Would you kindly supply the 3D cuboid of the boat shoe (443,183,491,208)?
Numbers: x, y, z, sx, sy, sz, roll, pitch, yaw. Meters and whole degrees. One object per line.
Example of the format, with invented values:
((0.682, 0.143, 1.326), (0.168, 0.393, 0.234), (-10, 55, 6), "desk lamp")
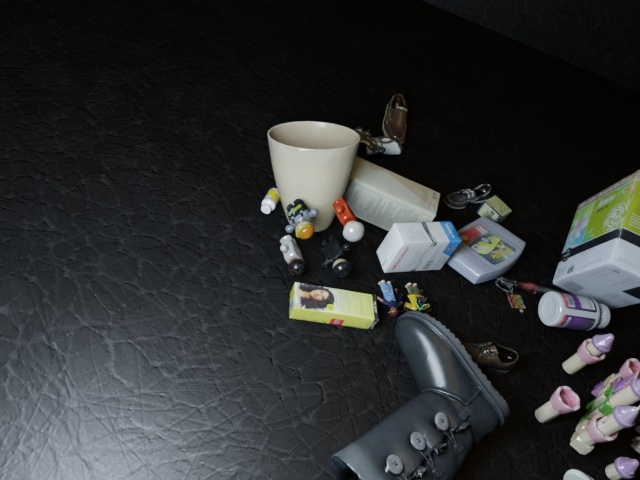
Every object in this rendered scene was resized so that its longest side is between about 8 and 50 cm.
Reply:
((0.528, -0.166, 1.906), (0.206, 0.065, 0.075), (-12, 56, -30), "boat shoe")

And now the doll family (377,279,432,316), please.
((0.237, 0.174, 1.490), (0.193, 0.076, 0.111), (4, 51, -17), "doll family")

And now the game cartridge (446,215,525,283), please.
((0.532, 0.028, 1.729), (0.294, 0.060, 0.196), (-26, 58, -37), "game cartridge")

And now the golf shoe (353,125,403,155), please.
((0.198, -0.335, 1.926), (0.198, 0.077, 0.094), (17, 61, -1), "golf shoe")

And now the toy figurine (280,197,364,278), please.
((0.000, 0.000, 1.448), (0.209, 0.213, 0.148), (0, 41, -22), "toy figurine")

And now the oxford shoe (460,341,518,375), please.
((0.428, 0.302, 1.441), (0.227, 0.096, 0.083), (8, 50, -14), "oxford shoe")

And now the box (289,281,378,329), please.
((0.036, 0.176, 1.418), (0.232, 0.058, 0.087), (10, 48, -15), "box")

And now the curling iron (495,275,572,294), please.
((0.681, 0.158, 1.702), (0.274, 0.035, 0.068), (13, 21, -14), "curling iron")

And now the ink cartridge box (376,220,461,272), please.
((0.291, 0.019, 1.593), (0.203, 0.148, 0.086), (-1, 52, -23), "ink cartridge box")

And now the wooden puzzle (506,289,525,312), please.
((0.614, 0.191, 1.671), (0.049, 0.006, 0.083), (6, 49, -17), "wooden puzzle")

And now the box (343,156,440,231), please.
((0.205, -0.131, 1.694), (0.311, 0.148, 0.121), (25, 46, -1), "box")

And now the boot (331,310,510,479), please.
((0.189, 0.401, 1.241), (0.445, 0.146, 0.367), (-29, 64, -33), "boot")

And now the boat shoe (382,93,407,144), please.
((0.293, -0.478, 2.062), (0.095, 0.095, 0.257), (12, 48, -12), "boat shoe")

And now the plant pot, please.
((-0.027, -0.174, 1.531), (0.256, 0.274, 0.256), (3, 29, -2), "plant pot")

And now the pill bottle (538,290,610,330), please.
((0.786, 0.221, 1.644), (0.193, 0.108, 0.108), (10, 48, -14), "pill bottle")

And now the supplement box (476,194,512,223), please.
((0.619, -0.105, 1.896), (0.083, 0.056, 0.083), (-25, 64, -37), "supplement box")

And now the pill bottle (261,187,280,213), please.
((-0.151, -0.118, 1.608), (0.043, 0.043, 0.083), (24, 47, -1), "pill bottle")

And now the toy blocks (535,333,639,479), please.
((0.787, 0.416, 1.371), (0.309, 0.260, 0.288), (41, 48, 15), "toy blocks")

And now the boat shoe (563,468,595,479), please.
((0.681, 0.633, 1.274), (0.227, 0.079, 0.081), (48, 44, 13), "boat shoe")

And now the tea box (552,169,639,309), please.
((0.948, 0.011, 1.667), (0.220, 0.329, 0.324), (26, 73, 2), "tea box")
